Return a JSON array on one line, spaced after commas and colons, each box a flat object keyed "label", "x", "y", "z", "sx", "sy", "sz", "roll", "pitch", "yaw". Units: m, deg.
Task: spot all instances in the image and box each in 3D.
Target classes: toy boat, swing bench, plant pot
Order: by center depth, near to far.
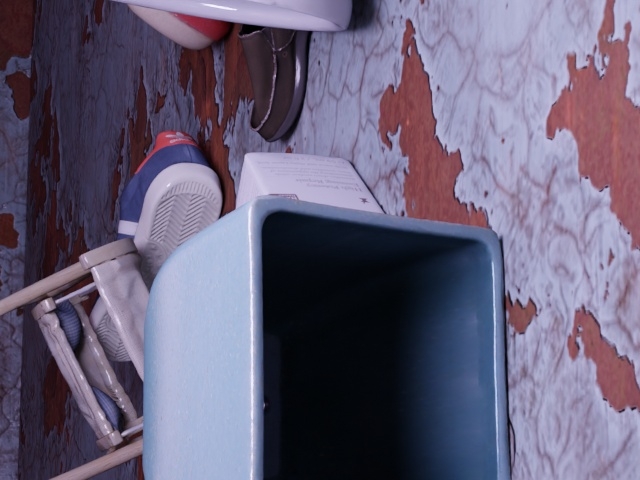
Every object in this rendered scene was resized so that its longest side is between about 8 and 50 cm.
[{"label": "plant pot", "x": -0.023, "y": 0.120, "z": 1.382, "sx": 0.252, "sy": 0.247, "sz": 0.247, "roll": -17, "pitch": 70, "yaw": 52}, {"label": "swing bench", "x": -0.271, "y": 0.152, "z": 2.137, "sx": 0.255, "sy": 0.165, "sz": 0.253, "roll": -25, "pitch": 89, "yaw": 34}, {"label": "toy boat", "x": -0.167, "y": -0.357, "z": 2.181, "sx": 0.151, "sy": 0.151, "sz": 0.231, "roll": -40, "pitch": 42, "yaw": 25}]

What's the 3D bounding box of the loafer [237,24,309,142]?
[{"label": "loafer", "x": -0.057, "y": -0.218, "z": 1.886, "sx": 0.080, "sy": 0.078, "sz": 0.220, "roll": -133, "pitch": 50, "yaw": -64}]

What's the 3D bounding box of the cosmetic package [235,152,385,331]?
[{"label": "cosmetic package", "x": 0.000, "y": 0.000, "z": 1.630, "sx": 0.231, "sy": 0.117, "sz": 0.085, "roll": -124, "pitch": 39, "yaw": -58}]

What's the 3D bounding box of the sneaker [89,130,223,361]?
[{"label": "sneaker", "x": -0.225, "y": 0.006, "z": 2.267, "sx": 0.350, "sy": 0.131, "sz": 0.148, "roll": -61, "pitch": 32, "yaw": 32}]

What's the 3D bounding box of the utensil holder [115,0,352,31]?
[{"label": "utensil holder", "x": -0.103, "y": -0.422, "z": 1.666, "sx": 0.327, "sy": 0.328, "sz": 0.385, "roll": -162, "pitch": 80, "yaw": -70}]
